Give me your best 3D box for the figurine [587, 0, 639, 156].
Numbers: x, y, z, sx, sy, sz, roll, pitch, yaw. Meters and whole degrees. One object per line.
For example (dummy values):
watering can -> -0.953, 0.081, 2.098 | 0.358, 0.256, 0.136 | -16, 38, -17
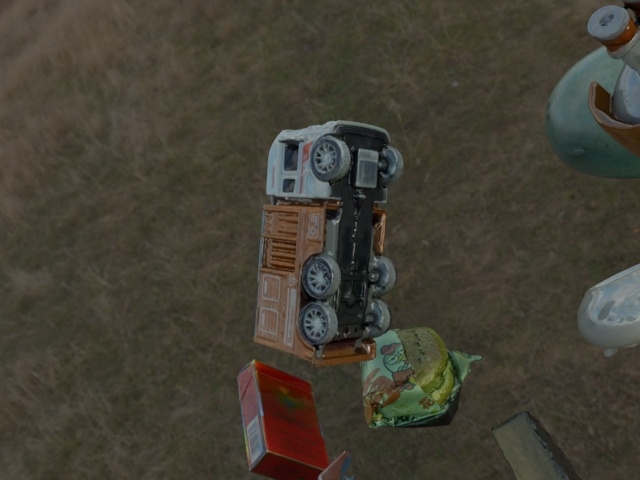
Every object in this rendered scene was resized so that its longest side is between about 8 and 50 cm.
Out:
figurine -> 0.305, -0.105, 0.596 | 0.143, 0.271, 0.143 | -22, 57, 38

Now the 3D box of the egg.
egg -> 0.385, -0.159, 0.905 | 0.236, 0.169, 0.169 | -14, 35, 25

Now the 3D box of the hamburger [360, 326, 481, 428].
hamburger -> 0.185, 0.246, 1.458 | 0.235, 0.125, 0.214 | -16, 35, 18

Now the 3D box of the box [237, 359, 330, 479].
box -> -0.055, 0.259, 1.087 | 0.048, 0.112, 0.175 | -51, 29, 23

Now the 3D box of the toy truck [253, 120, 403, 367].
toy truck -> 0.000, 0.000, 1.281 | 0.207, 0.173, 0.388 | 6, 93, 42

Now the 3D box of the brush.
brush -> 0.280, 0.295, 0.878 | 0.059, 0.123, 0.197 | -39, 38, 9

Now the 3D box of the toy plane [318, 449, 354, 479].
toy plane -> -0.021, 0.389, 0.846 | 0.104, 0.326, 0.223 | 29, 37, 34

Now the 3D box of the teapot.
teapot -> 0.542, 0.117, 1.270 | 0.208, 0.166, 0.299 | -12, -2, -14
